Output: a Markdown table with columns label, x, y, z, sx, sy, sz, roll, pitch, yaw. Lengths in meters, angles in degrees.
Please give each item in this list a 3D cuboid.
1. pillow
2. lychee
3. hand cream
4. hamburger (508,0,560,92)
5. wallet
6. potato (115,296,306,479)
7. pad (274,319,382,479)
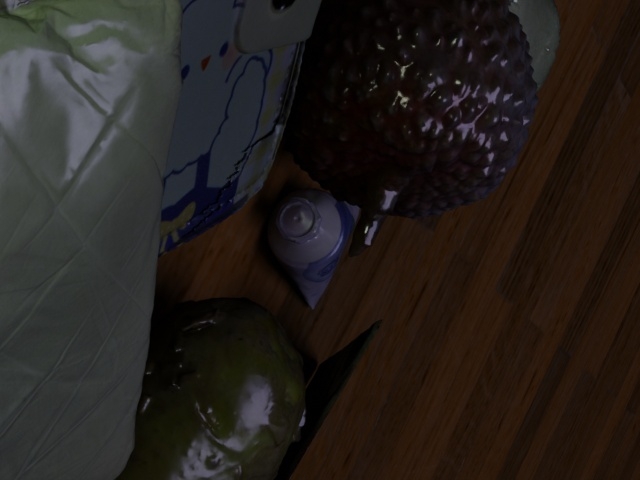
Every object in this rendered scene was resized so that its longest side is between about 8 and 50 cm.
| label | x | y | z | sx | sy | sz | roll | pitch | yaw |
| --- | --- | --- | --- | --- | --- | --- | --- | --- | --- |
| pillow | -0.192 | 0.027 | 0.644 | 0.274 | 0.076 | 0.280 | -15 | 128 | -35 |
| lychee | 0.053 | -0.084 | 0.933 | 0.165 | 0.165 | 0.197 | 57 | 40 | -58 |
| hand cream | 0.000 | 0.000 | 1.033 | 0.084 | 0.053 | 0.142 | -65 | 163 | -6 |
| hamburger | 0.132 | -0.148 | 1.135 | 0.140 | 0.062 | 0.133 | -49 | 147 | -27 |
| wallet | -0.065 | -0.125 | 0.767 | 0.223 | 0.077 | 0.309 | -36 | 149 | -53 |
| potato | -0.096 | 0.146 | 0.900 | 0.251 | 0.113 | 0.149 | -59 | 167 | 13 |
| pad | -0.062 | 0.204 | 0.998 | 0.330 | 0.004 | 0.220 | -58 | -178 | -17 |
